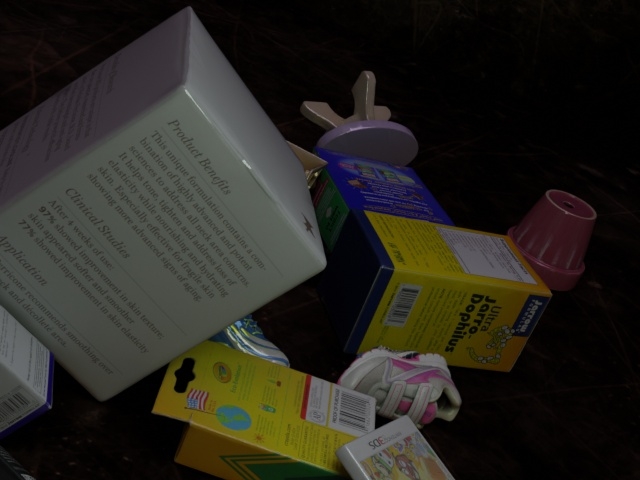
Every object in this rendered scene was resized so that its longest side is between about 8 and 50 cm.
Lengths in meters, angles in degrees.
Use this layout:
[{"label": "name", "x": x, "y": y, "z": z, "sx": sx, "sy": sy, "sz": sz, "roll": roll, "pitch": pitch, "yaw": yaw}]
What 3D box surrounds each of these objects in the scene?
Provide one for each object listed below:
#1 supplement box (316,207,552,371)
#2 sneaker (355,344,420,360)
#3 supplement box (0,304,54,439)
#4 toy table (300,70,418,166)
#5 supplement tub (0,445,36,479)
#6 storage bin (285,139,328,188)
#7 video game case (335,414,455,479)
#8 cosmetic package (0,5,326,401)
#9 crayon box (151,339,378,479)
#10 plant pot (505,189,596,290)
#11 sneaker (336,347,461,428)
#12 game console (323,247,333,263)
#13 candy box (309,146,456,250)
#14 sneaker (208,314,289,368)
[{"label": "supplement box", "x": 0.206, "y": 0.096, "z": 1.779, "sx": 0.356, "sy": 0.195, "sz": 0.194, "roll": 9, "pitch": 30, "yaw": -23}, {"label": "sneaker", "x": 0.117, "y": 0.205, "z": 1.674, "sx": 0.135, "sy": 0.052, "sz": 0.058, "roll": -2, "pitch": 31, "yaw": -40}, {"label": "supplement box", "x": -0.445, "y": 0.135, "z": 1.188, "sx": 0.220, "sy": 0.111, "sz": 0.114, "roll": 54, "pitch": 9, "yaw": -34}, {"label": "toy table", "x": 0.090, "y": -0.267, "z": 2.334, "sx": 0.274, "sy": 0.252, "sz": 0.161, "roll": 9, "pitch": 46, "yaw": -41}, {"label": "supplement tub", "x": -0.411, "y": 0.275, "z": 0.990, "sx": 0.316, "sy": 0.194, "sz": 0.193, "roll": 36, "pitch": 30, "yaw": 23}, {"label": "storage bin", "x": -0.142, "y": -0.158, "z": 1.931, "sx": 0.262, "sy": 0.123, "sz": 0.260, "roll": 29, "pitch": 10, "yaw": 3}, {"label": "video game case", "x": 0.139, "y": 0.357, "z": 1.327, "sx": 0.227, "sy": 0.026, "sz": 0.206, "roll": 53, "pitch": 25, "yaw": 16}, {"label": "cosmetic package", "x": -0.252, "y": -0.054, "z": 1.374, "sx": 0.329, "sy": 0.393, "sz": 0.327, "roll": 53, "pitch": 12, "yaw": -29}, {"label": "crayon box", "x": -0.081, "y": 0.262, "z": 1.385, "sx": 0.318, "sy": 0.081, "sz": 0.202, "roll": 21, "pitch": 28, "yaw": -5}, {"label": "plant pot", "x": 0.546, "y": -0.011, "z": 2.244, "sx": 0.201, "sy": 0.180, "sz": 0.201, "roll": 17, "pitch": 28, "yaw": -10}, {"label": "sneaker", "x": 0.135, "y": 0.245, "z": 1.555, "sx": 0.252, "sy": 0.103, "sz": 0.111, "roll": 1, "pitch": 32, "yaw": -35}, {"label": "game console", "x": 0.000, "y": 0.000, "z": 1.869, "sx": 0.107, "sy": 0.071, "sz": 0.122, "roll": 12, "pitch": -11, "yaw": 17}, {"label": "candy box", "x": 0.124, "y": -0.058, "z": 2.077, "sx": 0.268, "sy": 0.122, "sz": 0.317, "roll": 10, "pitch": 28, "yaw": -25}, {"label": "sneaker", "x": -0.147, "y": 0.128, "z": 1.528, "sx": 0.240, "sy": 0.126, "sz": 0.091, "roll": 25, "pitch": 27, "yaw": 6}]
